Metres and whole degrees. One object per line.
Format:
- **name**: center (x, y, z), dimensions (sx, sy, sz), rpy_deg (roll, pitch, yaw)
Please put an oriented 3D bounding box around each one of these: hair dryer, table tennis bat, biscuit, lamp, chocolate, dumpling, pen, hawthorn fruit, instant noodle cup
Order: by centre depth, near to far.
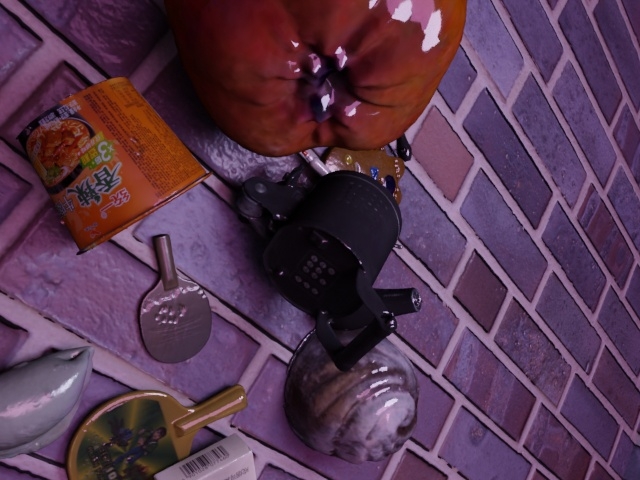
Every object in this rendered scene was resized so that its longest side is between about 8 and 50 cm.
- **instant noodle cup**: center (-0.303, -0.113, 0.758), dimensions (0.230, 0.230, 0.182), rpy_deg (-39, 107, -27)
- **dumpling**: center (-0.430, 0.240, 0.772), dimensions (0.217, 0.149, 0.105), rpy_deg (-33, 74, -36)
- **hawthorn fruit**: center (-0.014, -0.365, 0.827), dimensions (0.472, 0.472, 0.471), rpy_deg (-4, 96, -36)
- **table tennis bat**: center (-0.276, 0.338, 0.919), dimensions (0.321, 0.050, 0.198), rpy_deg (-18, 107, -30)
- **table tennis bat**: center (-0.261, 0.104, 0.923), dimensions (0.131, 0.022, 0.234), rpy_deg (-14, 105, -34)
- **lamp**: center (0.040, 0.006, 0.978), dimensions (0.272, 0.205, 0.374), rpy_deg (-28, 71, -43)
- **pen**: center (0.037, -0.114, 1.082), dimensions (0.218, 0.026, 0.026), rpy_deg (42, 70, -27)
- **chocolate**: center (0.098, 0.325, 1.087), dimensions (0.303, 0.213, 0.303), rpy_deg (-4, 97, -35)
- **hair dryer**: center (0.112, 0.064, 1.110), dimensions (0.091, 0.235, 0.271), rpy_deg (51, 40, -36)
- **biscuit**: center (0.097, -0.140, 1.154), dimensions (0.236, 0.039, 0.180), rpy_deg (4, 93, -35)
- **hair dryer**: center (0.190, -0.219, 1.196), dimensions (0.083, 0.031, 0.079), rpy_deg (-42, 117, -75)

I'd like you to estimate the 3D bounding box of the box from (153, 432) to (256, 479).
- **box**: center (-0.195, 0.506, 0.953), dimensions (0.164, 0.069, 0.256), rpy_deg (-17, 113, -34)
